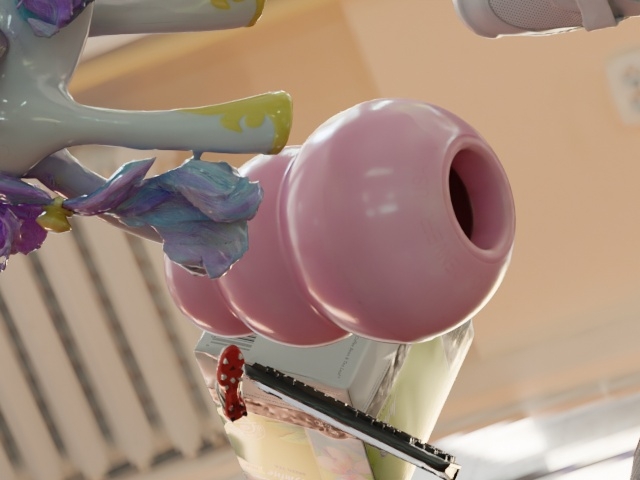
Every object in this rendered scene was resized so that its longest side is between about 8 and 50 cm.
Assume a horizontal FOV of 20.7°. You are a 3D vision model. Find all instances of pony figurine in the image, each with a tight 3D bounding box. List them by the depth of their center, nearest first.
[{"bbox_3d":[-0.209,-0.088,1.158,0.363,0.351,0.303,10,-12,-22],"label":"pony figurine"}]

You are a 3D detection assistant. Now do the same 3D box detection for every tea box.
[{"bbox_3d":[0.030,0.132,2.266,0.220,0.323,0.329,11,53,24],"label":"tea box"}]

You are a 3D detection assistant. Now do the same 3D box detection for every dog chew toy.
[{"bbox_3d":[0.000,0.000,1.512,0.331,0.207,0.206,-14,16,36],"label":"dog chew toy"}]

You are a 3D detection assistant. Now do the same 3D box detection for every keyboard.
[{"bbox_3d":[0.027,0.143,1.392,0.023,0.180,0.108,-62,-15,-8],"label":"keyboard"}]

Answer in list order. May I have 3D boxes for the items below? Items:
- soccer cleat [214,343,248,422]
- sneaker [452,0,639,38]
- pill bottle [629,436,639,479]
[{"bbox_3d":[-0.083,0.125,1.567,0.029,0.083,0.035,-20,36,-21],"label":"soccer cleat"},{"bbox_3d":[0.302,-0.266,1.647,0.365,0.137,0.210,-16,18,7],"label":"sneaker"},{"bbox_3d":[0.262,0.186,0.945,0.210,0.210,0.363,-17,6,17],"label":"pill bottle"}]
